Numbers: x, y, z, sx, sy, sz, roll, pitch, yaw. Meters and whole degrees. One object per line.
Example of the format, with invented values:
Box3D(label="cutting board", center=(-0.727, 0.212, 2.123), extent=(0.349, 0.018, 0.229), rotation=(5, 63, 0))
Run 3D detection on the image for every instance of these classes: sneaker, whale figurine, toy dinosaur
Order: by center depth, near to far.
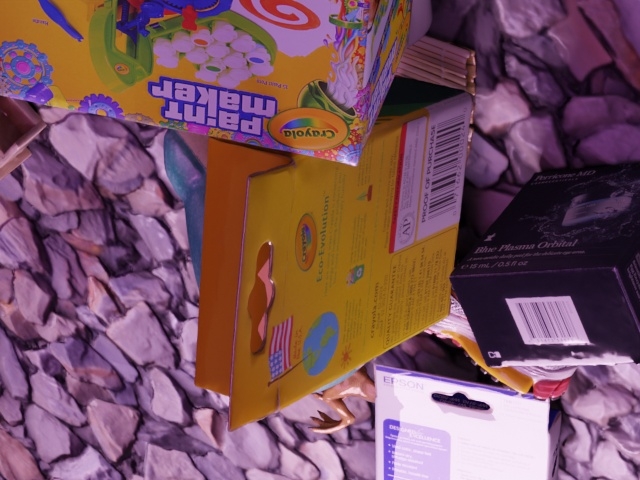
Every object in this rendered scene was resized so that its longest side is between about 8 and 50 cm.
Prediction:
Box3D(label="sneaker", center=(0.133, 0.040, 1.660), extent=(0.225, 0.088, 0.093), rotation=(32, 115, 15))
Box3D(label="whale figurine", center=(-0.066, 0.022, 1.722), extent=(0.272, 0.141, 0.216), rotation=(49, 174, 14))
Box3D(label="toy dinosaur", center=(0.030, 0.135, 1.818), extent=(0.211, 0.064, 0.112), rotation=(34, 136, 11))

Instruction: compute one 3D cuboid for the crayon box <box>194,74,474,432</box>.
Box3D(label="crayon box", center=(0.000, 0.000, 1.477), extent=(0.081, 0.318, 0.202), rotation=(16, 111, 29))

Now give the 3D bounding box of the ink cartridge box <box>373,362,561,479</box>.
Box3D(label="ink cartridge box", center=(0.135, 0.230, 1.785), extent=(0.165, 0.065, 0.333), rotation=(11, 132, 15))

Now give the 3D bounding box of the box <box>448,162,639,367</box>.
Box3D(label="box", center=(0.211, 0.018, 1.506), extent=(0.156, 0.158, 0.093), rotation=(-4, 120, 40))

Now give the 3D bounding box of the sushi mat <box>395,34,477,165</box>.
Box3D(label="sushi mat", center=(-0.010, -0.147, 1.655), extent=(0.316, 0.019, 0.151), rotation=(22, 133, 24))

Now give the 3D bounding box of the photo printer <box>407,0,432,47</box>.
Box3D(label="photo printer", center=(-0.053, -0.296, 1.468), extent=(0.256, 0.107, 0.307), rotation=(2, 126, 17))

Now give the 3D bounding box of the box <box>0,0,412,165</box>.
Box3D(label="box", center=(-0.084, -0.234, 1.340), extent=(0.290, 0.177, 0.279), rotation=(12, 128, 9))

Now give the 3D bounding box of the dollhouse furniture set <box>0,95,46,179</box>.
Box3D(label="dollhouse furniture set", center=(-0.498, -0.092, 1.834), extent=(0.303, 0.355, 0.174), rotation=(48, 139, -5))
